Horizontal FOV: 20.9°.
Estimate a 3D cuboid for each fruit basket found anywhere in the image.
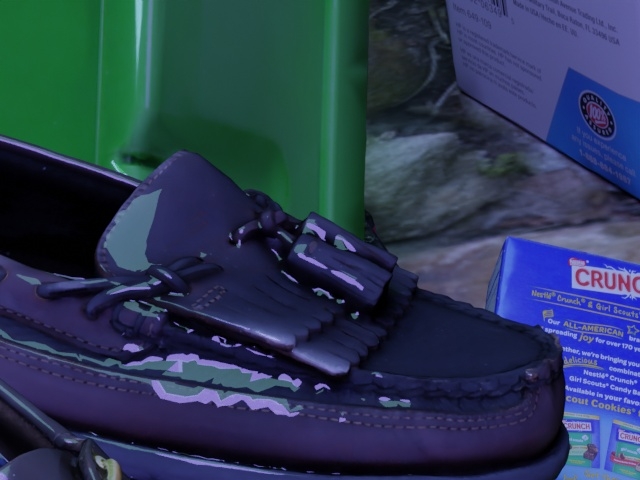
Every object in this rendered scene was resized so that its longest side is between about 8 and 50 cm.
[{"bbox_3d":[-0.150,-0.079,0.792,0.392,0.283,0.392,1,-4,0],"label":"fruit basket"}]

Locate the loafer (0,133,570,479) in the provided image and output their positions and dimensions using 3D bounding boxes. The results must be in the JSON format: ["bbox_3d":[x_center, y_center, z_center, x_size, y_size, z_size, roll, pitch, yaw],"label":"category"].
[{"bbox_3d":[-0.071,0.008,0.527,0.302,0.095,0.109,9,16,14],"label":"loafer"}]

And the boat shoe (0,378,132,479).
[{"bbox_3d":[-0.082,0.078,0.426,0.227,0.069,0.081,29,36,24],"label":"boat shoe"}]

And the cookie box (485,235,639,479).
[{"bbox_3d":[0.103,0.061,0.644,0.091,0.040,0.107,13,61,-2],"label":"cookie box"}]

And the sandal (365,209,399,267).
[{"bbox_3d":[0.000,0.000,0.858,0.067,0.040,0.179,-20,46,-4],"label":"sandal"}]

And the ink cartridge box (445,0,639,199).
[{"bbox_3d":[0.183,-0.198,0.888,0.197,0.270,0.198,-23,33,-19],"label":"ink cartridge box"}]

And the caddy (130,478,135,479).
[{"bbox_3d":[-0.155,0.143,0.527,0.241,0.179,0.341,-19,32,-10],"label":"caddy"}]
